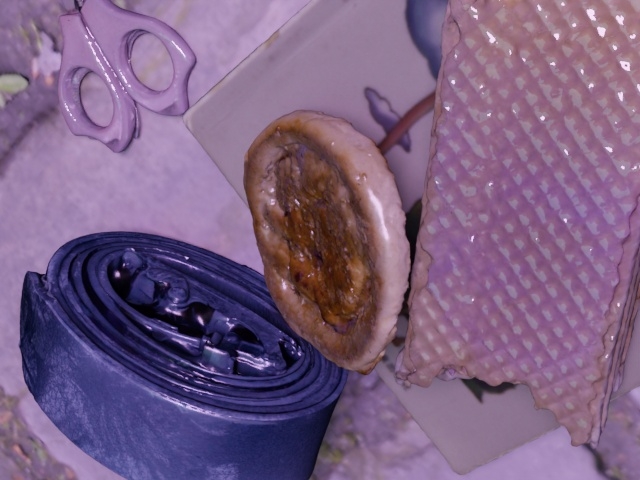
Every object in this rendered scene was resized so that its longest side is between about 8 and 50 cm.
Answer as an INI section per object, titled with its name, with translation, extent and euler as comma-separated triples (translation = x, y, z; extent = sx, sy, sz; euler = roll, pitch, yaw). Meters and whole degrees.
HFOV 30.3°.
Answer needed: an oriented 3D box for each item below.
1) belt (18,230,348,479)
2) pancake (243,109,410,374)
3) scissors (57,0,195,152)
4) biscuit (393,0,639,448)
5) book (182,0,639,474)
[belt]
translation = -0.080, 0.063, 0.660
extent = 0.190, 0.141, 0.082
euler = 31, 120, 21
[pancake]
translation = 0.000, 0.000, 0.598
extent = 0.139, 0.022, 0.140
euler = 33, 132, 45
[scissors]
translation = -0.144, -0.144, 0.678
extent = 0.100, 0.015, 0.189
euler = -26, 97, 31
[biscuit]
translation = 0.100, -0.025, 0.537
extent = 0.108, 0.062, 0.239
euler = 18, 118, 23
[book]
translation = 0.126, -0.058, 0.567
extent = 0.371, 0.043, 0.260
euler = -36, 94, 34
